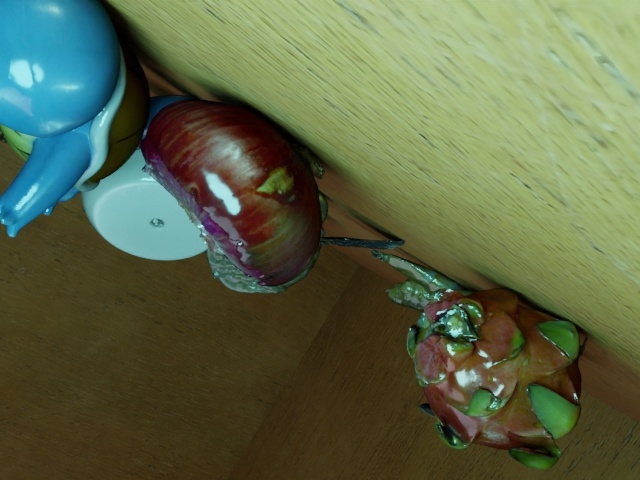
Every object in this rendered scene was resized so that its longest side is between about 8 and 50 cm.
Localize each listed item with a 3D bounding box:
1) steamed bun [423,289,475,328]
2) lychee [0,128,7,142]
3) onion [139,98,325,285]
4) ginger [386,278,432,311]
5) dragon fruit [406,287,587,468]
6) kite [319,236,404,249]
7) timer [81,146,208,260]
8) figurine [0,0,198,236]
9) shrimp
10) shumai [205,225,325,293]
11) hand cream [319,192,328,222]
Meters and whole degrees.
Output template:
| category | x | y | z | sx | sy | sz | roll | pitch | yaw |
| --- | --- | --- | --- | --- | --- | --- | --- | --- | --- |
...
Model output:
| category | x | y | z | sx | sy | sz | roll | pitch | yaw |
| --- | --- | --- | --- | --- | --- | --- | --- | --- | --- |
| steamed bun | 0.288 | 0.222 | 1.166 | 0.232 | 0.166 | 0.273 | 23 | 154 | 45 |
| lychee | -0.534 | -0.280 | 1.028 | 0.268 | 0.267 | 0.267 | 32 | 179 | 1 |
| onion | -0.092 | -0.060 | 0.733 | 0.248 | 0.161 | 0.248 | 31 | 168 | 7 |
| ginger | 0.275 | 0.144 | 1.505 | 0.334 | 0.081 | 0.148 | 18 | 158 | 37 |
| dragon fruit | 0.226 | 0.170 | 0.863 | 0.227 | 0.224 | 0.224 | 16 | -176 | -21 |
| kite | 0.000 | 0.000 | 1.137 | 0.286 | 0.015 | 0.152 | 2 | 173 | -9 |
| timer | -0.270 | -0.130 | 1.157 | 0.285 | 0.285 | 0.285 | 32 | 179 | 1 |
| figurine | -0.287 | -0.148 | 0.748 | 0.243 | 0.297 | 0.416 | -3 | 177 | 6 |
| shrimp | 0.231 | 0.125 | 1.321 | 0.185 | 0.068 | 0.287 | 4 | 146 | 45 |
| shumai | -0.113 | -0.028 | 1.690 | 0.266 | 0.314 | 0.262 | 65 | -155 | -19 |
| hand cream | -0.073 | -0.085 | 1.195 | 0.084 | 0.084 | 0.203 | 33 | -177 | -45 |
